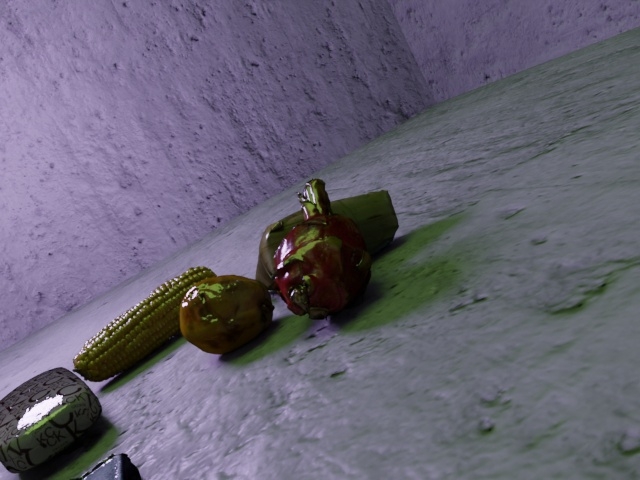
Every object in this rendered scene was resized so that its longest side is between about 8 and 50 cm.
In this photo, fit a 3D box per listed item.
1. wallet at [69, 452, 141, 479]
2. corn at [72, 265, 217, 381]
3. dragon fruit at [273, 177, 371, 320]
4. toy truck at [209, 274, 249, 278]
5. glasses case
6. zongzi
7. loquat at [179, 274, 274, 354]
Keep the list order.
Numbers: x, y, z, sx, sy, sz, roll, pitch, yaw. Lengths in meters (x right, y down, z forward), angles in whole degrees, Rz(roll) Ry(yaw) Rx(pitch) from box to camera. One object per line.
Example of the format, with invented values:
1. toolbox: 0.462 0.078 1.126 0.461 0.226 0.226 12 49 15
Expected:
1. wallet: -0.249 0.278 0.469 0.222 0.036 0.167 -34 12 -19
2. corn: -0.312 0.153 1.043 0.313 0.102 0.102 -39 15 -35
3. dragon fruit: 0.000 0.000 0.754 0.125 0.125 0.246 -28 44 18
4. toy truck: -0.158 0.096 1.001 0.077 0.076 0.111 -15 1 -29
5. glasses case: -0.422 0.259 0.846 0.137 0.085 0.354 -33 12 -30
6. zongzi: 0.000 0.019 0.944 0.228 0.115 0.256 -19 -16 -18
7. loquat: -0.133 0.104 0.807 0.137 0.113 0.137 -12 -9 -2
